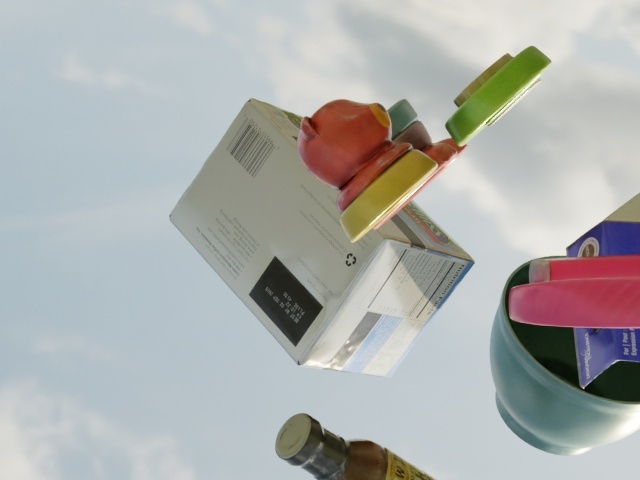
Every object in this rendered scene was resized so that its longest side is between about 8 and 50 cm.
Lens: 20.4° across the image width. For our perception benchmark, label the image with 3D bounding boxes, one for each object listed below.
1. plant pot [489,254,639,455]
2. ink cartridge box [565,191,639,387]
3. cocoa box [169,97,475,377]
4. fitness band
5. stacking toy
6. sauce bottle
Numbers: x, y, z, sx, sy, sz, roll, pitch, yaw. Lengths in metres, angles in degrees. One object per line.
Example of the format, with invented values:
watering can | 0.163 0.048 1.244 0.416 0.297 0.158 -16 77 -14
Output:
plant pot | 0.371 0.192 2.621 0.293 0.196 0.293 12 -139 -11
ink cartridge box | 0.400 0.002 1.874 0.371 0.175 0.069 -32 -144 -32
cocoa box | 0.000 0.000 2.555 0.228 0.231 0.347 14 -154 -51
fitness band | 0.310 0.044 1.608 0.291 0.054 0.209 -3 -177 -28
stacking toy | 0.102 -0.139 1.922 0.130 0.279 0.309 48 -175 2
sauce bottle | 0.082 0.344 2.440 0.344 0.111 0.111 34 -171 -32
